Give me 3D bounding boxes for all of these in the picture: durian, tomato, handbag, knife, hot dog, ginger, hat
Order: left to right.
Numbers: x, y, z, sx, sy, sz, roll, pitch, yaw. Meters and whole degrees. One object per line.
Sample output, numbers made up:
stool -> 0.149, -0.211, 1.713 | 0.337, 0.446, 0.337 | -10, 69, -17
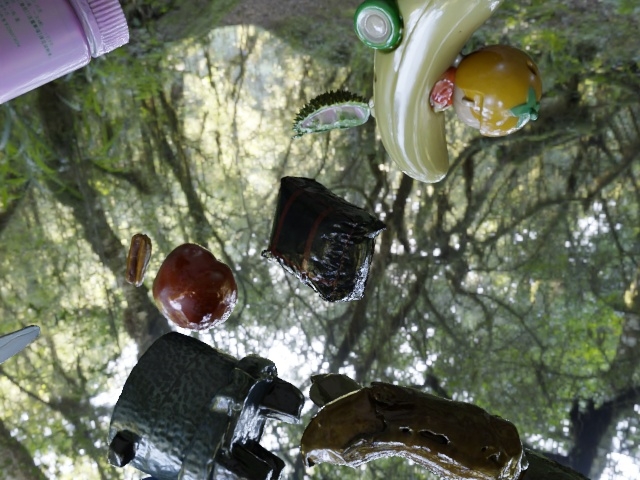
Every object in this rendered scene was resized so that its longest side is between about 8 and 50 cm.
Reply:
knife -> -0.614, 0.214, 0.994 | 0.336, 0.081, 0.043 | -15, -141, -35
hot dog -> -0.478, 0.052, 1.653 | 0.062, 0.144, 0.038 | 13, -171, 12
tomato -> -0.255, 0.088, 1.239 | 0.151, 0.187, 0.187 | -28, -152, -20
handbag -> 0.000, 0.000, 1.121 | 0.155, 0.169, 0.215 | 3, -156, -47
durian -> 0.021, -0.340, 1.614 | 0.221, 0.137, 0.095 | -21, -117, -14
hat -> 0.057, 0.352, 1.324 | 0.144, 0.166, 0.173 | -29, 180, -19
ginger -> 0.132, 0.249, 0.781 | 0.310, 0.133, 0.107 | 10, -150, -5

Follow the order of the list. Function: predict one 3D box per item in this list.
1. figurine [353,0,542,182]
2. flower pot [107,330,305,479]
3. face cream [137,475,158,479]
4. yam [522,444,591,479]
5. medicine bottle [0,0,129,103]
figurine -> 0.163, -0.204, 0.762 | 0.222, 0.324, 0.124 | 18, -135, 20
flower pot -> -0.184, 0.309, 1.077 | 0.283, 0.299, 0.299 | 22, -153, 12
face cream -> -0.275, 0.581, 1.103 | 0.249, 0.248, 0.225 | -5, -152, 0
yam -> 0.337, 0.459, 1.044 | 0.271, 0.202, 0.201 | 17, -164, 14
medicine bottle -> -0.510, -0.373, 1.113 | 0.291, 0.178, 0.178 | -34, -149, -20
